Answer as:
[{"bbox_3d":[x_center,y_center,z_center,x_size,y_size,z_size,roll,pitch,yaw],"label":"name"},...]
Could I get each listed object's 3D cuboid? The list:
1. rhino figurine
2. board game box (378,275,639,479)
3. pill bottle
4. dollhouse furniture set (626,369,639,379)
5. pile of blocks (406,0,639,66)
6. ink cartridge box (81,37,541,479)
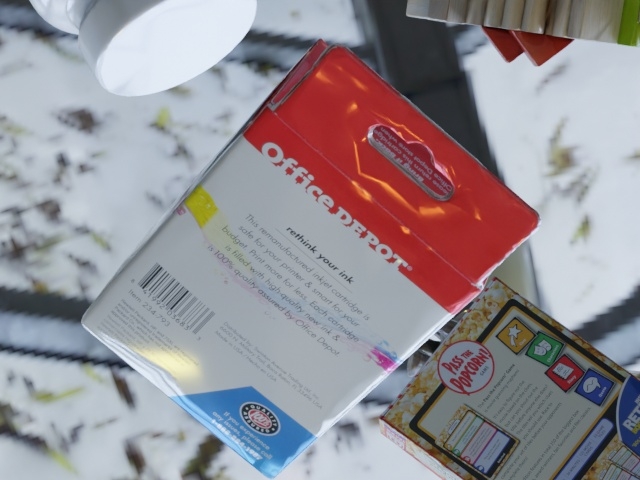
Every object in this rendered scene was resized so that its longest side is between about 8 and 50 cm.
[{"bbox_3d":[0.128,0.089,1.692,0.106,0.073,0.243,17,-173,-3],"label":"rhino figurine"},{"bbox_3d":[0.164,0.141,1.413,0.193,0.045,0.147,37,-105,16],"label":"board game box"},{"bbox_3d":[-0.221,-0.333,1.840,0.210,0.210,0.363,-25,-110,-14],"label":"pill bottle"},{"bbox_3d":[0.237,0.215,1.670,0.144,0.151,0.123,-31,-171,-17],"label":"dollhouse furniture set"},{"bbox_3d":[0.232,-0.205,1.673,0.362,0.112,0.149,12,-173,30],"label":"pile of blocks"},{"bbox_3d":[0.000,0.000,0.933,0.231,0.134,0.078,-45,-172,36],"label":"ink cartridge box"}]
